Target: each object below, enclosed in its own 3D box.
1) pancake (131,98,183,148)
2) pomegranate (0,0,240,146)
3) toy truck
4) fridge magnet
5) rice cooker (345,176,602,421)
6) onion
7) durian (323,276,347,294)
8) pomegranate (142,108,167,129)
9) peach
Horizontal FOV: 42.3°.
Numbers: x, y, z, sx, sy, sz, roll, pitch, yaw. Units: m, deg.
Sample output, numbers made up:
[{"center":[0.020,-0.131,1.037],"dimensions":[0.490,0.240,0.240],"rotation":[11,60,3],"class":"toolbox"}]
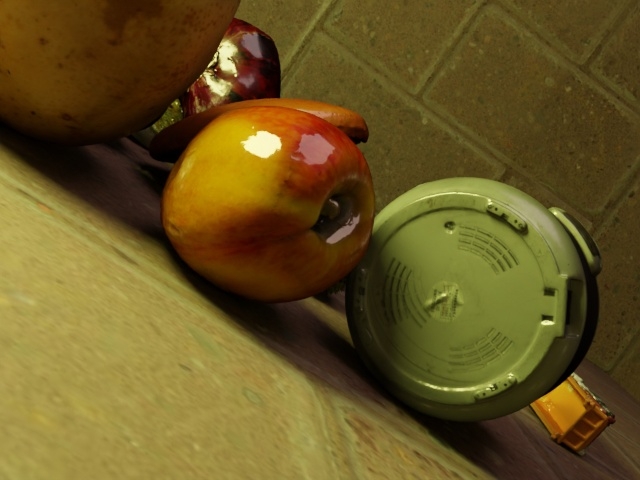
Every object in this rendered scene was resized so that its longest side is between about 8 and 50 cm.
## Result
[{"center":[-0.321,-0.258,1.587],"dimensions":[0.253,0.037,0.253],"rotation":[44,24,-26],"class":"pancake"},{"center":[-0.294,-0.321,1.041],"dimensions":[0.417,0.416,0.416],"rotation":[35,8,-5],"class":"pomegranate"},{"center":[0.469,0.311,1.621],"dimensions":[0.135,0.114,0.270],"rotation":[38,9,-15],"class":"toy truck"},{"center":[-0.099,-0.149,1.368],"dimensions":[0.363,0.155,0.363],"rotation":[-6,1,0],"class":"fridge magnet"},{"center":[0.222,0.077,1.152],"dimensions":[0.335,0.335,0.325],"rotation":[39,10,22],"class":"rice cooker"},{"center":[-0.177,-0.295,1.592],"dimensions":[0.281,0.221,0.281],"rotation":[57,19,-33],"class":"onion"},{"center":[0.009,0.004,1.342],"dimensions":[0.198,0.146,0.159],"rotation":[12,27,-49],"class":"durian"},{"center":[-0.353,-0.262,1.327],"dimensions":[0.214,0.214,0.248],"rotation":[37,40,14],"class":"pomegranate"},{"center":[-0.072,-0.045,1.006],"dimensions":[0.281,0.238,0.281],"rotation":[-5,17,1],"class":"peach"}]
